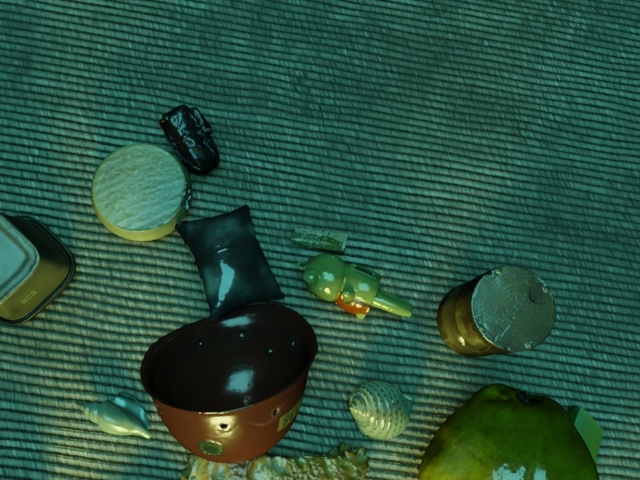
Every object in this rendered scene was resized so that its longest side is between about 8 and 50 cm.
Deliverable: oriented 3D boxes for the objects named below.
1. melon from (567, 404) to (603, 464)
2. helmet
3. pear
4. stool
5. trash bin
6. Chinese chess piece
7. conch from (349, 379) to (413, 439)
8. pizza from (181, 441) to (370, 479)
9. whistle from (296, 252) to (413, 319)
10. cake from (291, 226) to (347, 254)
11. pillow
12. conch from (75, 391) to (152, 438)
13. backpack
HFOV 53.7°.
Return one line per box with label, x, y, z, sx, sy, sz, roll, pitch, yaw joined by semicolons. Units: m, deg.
melon;0.600;0.515;1.459;0.114;0.053;0.262;12;80;-21
helmet;-0.173;0.318;1.314;0.337;0.385;0.230;6;113;20
pear;0.378;0.509;1.288;0.352;0.352;0.413;16;70;-2
stool;0.377;0.163;1.392;0.179;0.264;0.179;1;77;-6
trash bin;-0.666;0.049;1.330;0.219;0.250;0.220;43;77;-2
Chinese chess piece;-0.410;-0.109;1.468;0.238;0.092;0.238;1;77;-5
conch;0.137;0.383;1.410;0.153;0.102;0.135;8;92;-4
pizza;-0.056;0.588;1.341;0.406;0.130;0.440;-26;75;-21
whistle;0.077;0.111;1.454;0.288;0.131;0.106;24;106;-2
cake;0.000;0.000;1.517;0.140;0.055;0.051;9;78;15
pillow;-0.204;0.046;1.437;0.186;0.106;0.250;-17;73;-27
conch;-0.447;0.381;1.379;0.180;0.088;0.065;23;120;-7
backpack;-0.301;-0.239;1.495;0.106;0.120;0.165;-37;100;-9
